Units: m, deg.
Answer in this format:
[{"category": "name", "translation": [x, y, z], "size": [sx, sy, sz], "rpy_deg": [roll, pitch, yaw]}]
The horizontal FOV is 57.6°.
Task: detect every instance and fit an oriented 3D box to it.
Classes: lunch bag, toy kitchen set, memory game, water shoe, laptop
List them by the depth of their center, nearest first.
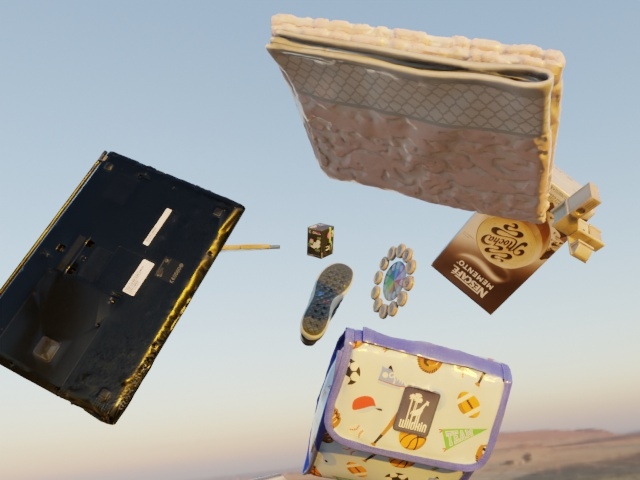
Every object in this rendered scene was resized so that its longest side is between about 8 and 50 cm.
[{"category": "laptop", "translation": [-0.237, 0.039, 0.615], "size": [0.265, 0.234, 0.136], "rpy_deg": [22, -22, 14]}, {"category": "toy kitchen set", "translation": [0.382, -0.019, 0.815], "size": [0.083, 0.068, 0.075], "rpy_deg": [28, -43, -14]}, {"category": "lunch bag", "translation": [0.157, 0.342, 1.159], "size": [0.328, 0.238, 0.385], "rpy_deg": [14, -49, -2]}, {"category": "water shoe", "translation": [0.005, 0.134, 1.255], "size": [0.073, 0.203, 0.080], "rpy_deg": [29, -35, 6]}, {"category": "memory game", "translation": [0.169, 0.095, 1.369], "size": [0.012, 0.186, 0.186], "rpy_deg": [19, -30, -21]}]

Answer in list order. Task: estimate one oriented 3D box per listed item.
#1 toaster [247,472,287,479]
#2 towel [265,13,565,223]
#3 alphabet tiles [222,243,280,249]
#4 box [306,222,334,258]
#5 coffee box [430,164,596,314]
[{"category": "toaster", "translation": [-0.068, 0.336, 0.548], "size": [0.110, 0.167, 0.186], "rpy_deg": [-2, 22, -33]}, {"category": "towel", "translation": [0.119, -0.133, 0.722], "size": [0.332, 0.053, 0.317], "rpy_deg": [16, -19, 23]}, {"category": "alphabet tiles", "translation": [-0.251, 0.018, 1.039], "size": [0.285, 0.011, 0.343], "rpy_deg": [-1, -2, -37]}, {"category": "box", "translation": [0.000, 0.000, 1.606], "size": [0.052, 0.083, 0.062], "rpy_deg": [15, 23, 33]}, {"category": "coffee box", "translation": [0.387, -0.015, 1.184], "size": [0.297, 0.168, 0.119], "rpy_deg": [-56, -11, 33]}]
